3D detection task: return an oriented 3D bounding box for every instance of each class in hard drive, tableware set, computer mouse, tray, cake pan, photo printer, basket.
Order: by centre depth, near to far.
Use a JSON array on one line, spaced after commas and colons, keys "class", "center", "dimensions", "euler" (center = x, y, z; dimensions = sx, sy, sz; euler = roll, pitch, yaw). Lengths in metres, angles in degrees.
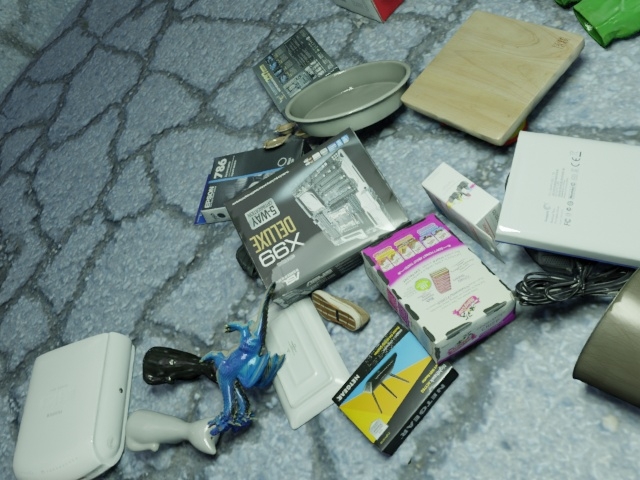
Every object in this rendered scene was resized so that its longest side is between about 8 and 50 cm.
[{"class": "basket", "center": [0.483, 0.162, 0.731], "dimensions": [0.227, 0.154, 0.204], "euler": [37, 99, 37]}, {"class": "hard drive", "center": [0.454, -0.061, 0.885], "dimensions": [0.319, 0.040, 0.210], "euler": [12, 62, 19]}, {"class": "computer mouse", "center": [0.379, -0.012, 0.942], "dimensions": [0.189, 0.072, 0.272], "euler": [-9, 58, 3]}, {"class": "tray", "center": [-0.051, 0.211, 1.108], "dimensions": [0.145, 0.030, 0.270], "euler": [-38, 49, 8]}, {"class": "photo printer", "center": [-0.541, 0.380, 1.257], "dimensions": [0.256, 0.107, 0.307], "euler": [-20, 53, 21]}, {"class": "cake pan", "center": [0.065, -0.318, 1.283], "dimensions": [0.294, 0.054, 0.293], "euler": [-16, 32, 10]}, {"class": "tableware set", "center": [-0.058, -0.263, 1.366], "dimensions": [0.169, 0.020, 0.141], "euler": [-11, 26, 20]}]

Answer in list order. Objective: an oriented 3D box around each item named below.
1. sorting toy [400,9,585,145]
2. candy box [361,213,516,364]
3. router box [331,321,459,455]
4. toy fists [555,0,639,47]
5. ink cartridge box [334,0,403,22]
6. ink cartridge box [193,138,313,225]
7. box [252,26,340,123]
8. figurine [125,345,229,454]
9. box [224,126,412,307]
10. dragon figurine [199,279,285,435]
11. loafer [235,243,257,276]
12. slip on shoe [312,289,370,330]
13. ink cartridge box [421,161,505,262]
[{"class": "sorting toy", "center": [0.343, -0.314, 1.148], "dimensions": [0.255, 0.089, 0.257], "euler": [-50, 49, -4]}, {"class": "candy box", "center": [0.197, 0.075, 0.983], "dimensions": [0.159, 0.071, 0.233], "euler": [-27, 47, -10]}, {"class": "router box", "center": [0.124, 0.247, 0.966], "dimensions": [0.179, 0.046, 0.133], "euler": [-50, 49, -4]}, {"class": "toy fists", "center": [0.558, -0.502, 1.131], "dimensions": [0.142, 0.096, 0.279], "euler": [-36, 50, 21]}, {"class": "ink cartridge box", "center": [0.197, -0.728, 1.469], "dimensions": [0.309, 0.130, 0.272], "euler": [-47, 50, -2]}, {"class": "ink cartridge box", "center": [-0.180, -0.136, 1.383], "dimensions": [0.333, 0.065, 0.165], "euler": [-8, 59, 29]}, {"class": "box", "center": [-0.061, -0.435, 1.495], "dimensions": [0.183, 0.059, 0.232], "euler": [-37, 50, 7]}, {"class": "figurine", "center": [-0.268, 0.320, 1.144], "dimensions": [0.210, 0.092, 0.214], "euler": [-5, 60, 25]}, {"class": "box", "center": [-0.007, -0.046, 1.146], "dimensions": [0.308, 0.076, 0.242], "euler": [-30, 67, 4]}, {"class": "dragon figurine", "center": [-0.124, 0.222, 1.058], "dimensions": [0.144, 0.085, 0.289], "euler": [39, 92, 22]}, {"class": "loafer", "center": [-0.090, -0.013, 1.245], "dimensions": [0.223, 0.076, 0.078], "euler": [-46, 50, 6]}, {"class": "slip on shoe", "center": [0.038, 0.129, 1.099], "dimensions": [0.041, 0.051, 0.135], "euler": [-22, 28, -34]}, {"class": "ink cartridge box", "center": [0.273, -0.051, 1.019], "dimensions": [0.061, 0.104, 0.181], "euler": [-44, 49, 2]}]
